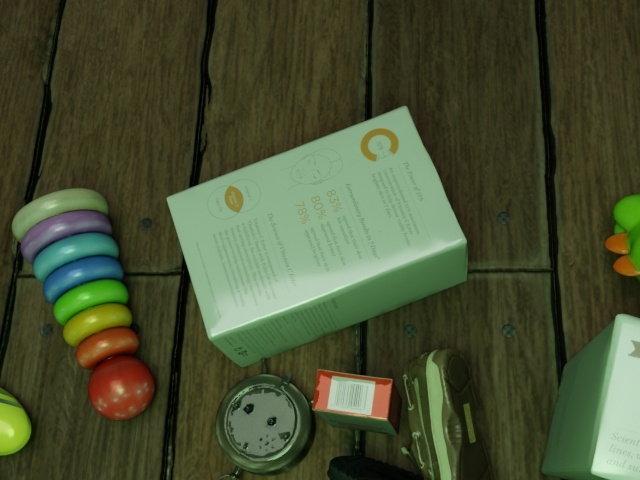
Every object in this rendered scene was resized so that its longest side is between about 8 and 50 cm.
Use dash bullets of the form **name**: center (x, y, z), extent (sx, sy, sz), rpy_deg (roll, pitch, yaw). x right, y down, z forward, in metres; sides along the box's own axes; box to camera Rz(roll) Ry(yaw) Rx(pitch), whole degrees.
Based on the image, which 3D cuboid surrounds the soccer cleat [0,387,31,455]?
- **soccer cleat**: center (-0.525, 0.199, 1.191), extent (0.289, 0.121, 0.093), rpy_deg (34, 70, 18)

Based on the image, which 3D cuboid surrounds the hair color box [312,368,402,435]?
- **hair color box**: center (0.050, 0.206, 1.078), extent (0.093, 0.167, 0.053), rpy_deg (6, 71, 11)

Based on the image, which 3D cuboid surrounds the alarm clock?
- **alarm clock**: center (-0.083, 0.261, 1.137), extent (0.129, 0.064, 0.192), rpy_deg (26, 78, 17)

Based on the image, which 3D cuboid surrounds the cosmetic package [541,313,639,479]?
- **cosmetic package**: center (0.371, 0.203, 0.907), extent (0.217, 0.385, 0.156), rpy_deg (13, 79, 13)

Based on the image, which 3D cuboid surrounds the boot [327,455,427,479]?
- **boot**: center (0.099, 0.386, 0.998), extent (0.247, 0.094, 0.207), rpy_deg (17, 97, 19)

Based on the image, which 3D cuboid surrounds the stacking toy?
- **stacking toy**: center (-0.322, 0.098, 1.210), extent (0.141, 0.141, 0.330), rpy_deg (-23, 74, -1)

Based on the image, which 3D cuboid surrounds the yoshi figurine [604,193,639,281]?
- **yoshi figurine**: center (0.522, 0.033, 1.047), extent (0.362, 0.203, 0.203), rpy_deg (54, 128, 48)

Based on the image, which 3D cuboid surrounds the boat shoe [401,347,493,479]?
- **boat shoe**: center (0.155, 0.271, 1.094), extent (0.095, 0.095, 0.257), rpy_deg (-17, 71, 40)

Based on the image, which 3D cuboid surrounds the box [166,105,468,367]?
- **box**: center (0.000, 0.000, 1.166), extent (0.346, 0.168, 0.214), rpy_deg (-21, 67, 1)
